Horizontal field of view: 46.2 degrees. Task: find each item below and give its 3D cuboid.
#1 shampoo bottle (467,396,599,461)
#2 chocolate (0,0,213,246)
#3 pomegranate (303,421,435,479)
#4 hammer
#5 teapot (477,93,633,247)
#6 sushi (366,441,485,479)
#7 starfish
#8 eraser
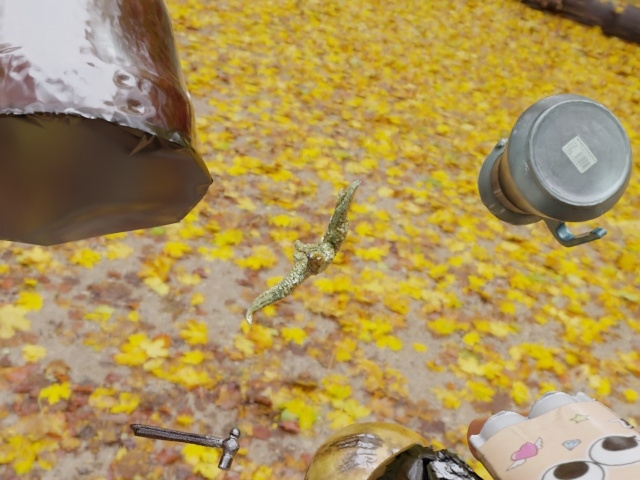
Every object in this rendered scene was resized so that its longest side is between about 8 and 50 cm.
[{"bbox_3d":[0.362,0.326,1.267,0.085,0.244,0.085,18,61,-35],"label":"shampoo bottle"},{"bbox_3d":[-0.346,-0.210,0.974,0.384,0.383,0.331,2,65,-25],"label":"chocolate"},{"bbox_3d":[0.121,0.557,1.673,0.322,0.322,0.322,12,27,-6],"label":"pomegranate"},{"bbox_3d":[-0.209,0.300,1.126,0.178,0.021,0.065,7,62,10],"label":"hammer"},{"bbox_3d":[0.328,-0.086,1.061,0.203,0.171,0.225,58,-8,3],"label":"teapot"},{"bbox_3d":[0.122,0.372,0.851,0.213,0.200,0.204,27,24,10],"label":"sushi"},{"bbox_3d":[0.003,0.000,1.443,0.078,0.347,0.358,37,51,-2],"label":"starfish"},{"bbox_3d":[0.291,0.267,0.847,0.171,0.087,0.290,-20,8,-3],"label":"eraser"}]
